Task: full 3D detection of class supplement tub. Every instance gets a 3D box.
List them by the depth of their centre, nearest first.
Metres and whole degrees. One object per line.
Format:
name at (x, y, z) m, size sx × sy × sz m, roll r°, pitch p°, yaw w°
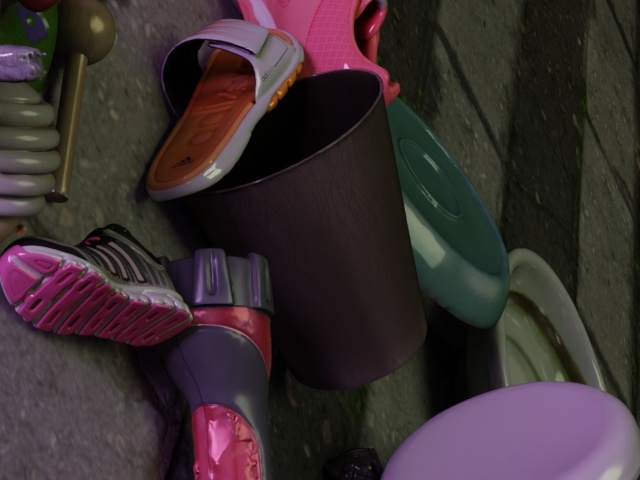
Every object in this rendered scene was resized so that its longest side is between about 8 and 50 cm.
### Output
supplement tub at (0.205, 0.315, 1.530) m, size 0.235 × 0.235 × 0.325 m, roll -63°, pitch 136°, yaw -60°

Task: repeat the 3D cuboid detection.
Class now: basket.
basket at (0.000, 0.000, 1.474) m, size 0.204 × 0.154 × 0.227 m, roll -36°, pitch 121°, yaw -25°

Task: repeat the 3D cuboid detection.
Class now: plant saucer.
plant saucer at (0.099, -0.053, 1.759) m, size 0.317 × 0.043 × 0.317 m, roll 45°, pitch 21°, yaw -22°
plant saucer at (0.238, 0.212, 1.961) m, size 0.400 × 0.100 × 0.400 m, roll 49°, pitch 32°, yaw -45°

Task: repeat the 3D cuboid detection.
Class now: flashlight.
flashlight at (-0.075, 0.162, 1.269) m, size 0.103 × 0.103 × 0.304 m, roll 121°, pitch -33°, yaw -68°

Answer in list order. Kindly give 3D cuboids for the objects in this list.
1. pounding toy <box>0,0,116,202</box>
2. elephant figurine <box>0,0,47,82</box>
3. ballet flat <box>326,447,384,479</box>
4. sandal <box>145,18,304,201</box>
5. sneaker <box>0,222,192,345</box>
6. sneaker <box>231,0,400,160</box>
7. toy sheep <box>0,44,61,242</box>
pounding toy at (-0.197, -0.164, 1.183) m, size 0.237 × 0.110 × 0.183 m, roll 47°, pitch 34°, yaw -47°
elephant figurine at (-0.244, -0.201, 1.015) m, size 0.186 × 0.169 × 0.239 m, roll 53°, pitch 33°, yaw -29°
ballet flat at (0.048, 0.268, 1.565) m, size 0.057 × 0.049 × 0.173 m, roll -136°, pitch -150°, yaw -78°
sandal at (-0.087, -0.130, 1.431) m, size 0.265 × 0.102 × 0.076 m, roll -69°, pitch 140°, yaw -54°
sneaker at (-0.163, 0.022, 1.201) m, size 0.170 × 0.063 × 0.075 m, roll 20°, pitch 35°, yaw -49°
sneaker at (-0.003, -0.214, 1.614) m, size 0.116 × 0.136 × 0.314 m, roll 42°, pitch 28°, yaw -53°
toy sheep at (-0.209, -0.059, 1.112) m, size 0.091 × 0.091 × 0.132 m, roll -16°, pitch 120°, yaw -68°
